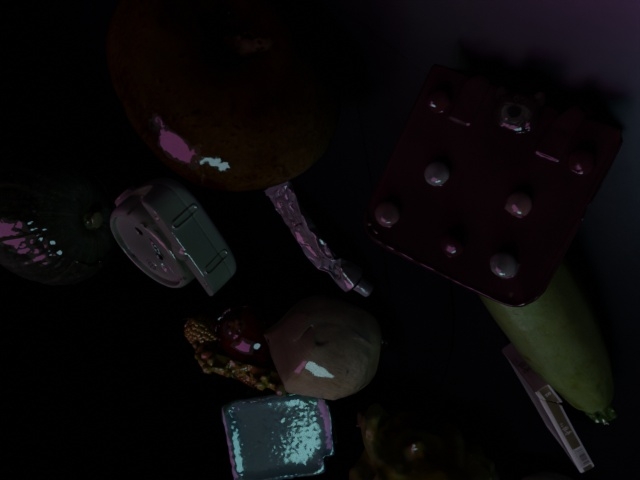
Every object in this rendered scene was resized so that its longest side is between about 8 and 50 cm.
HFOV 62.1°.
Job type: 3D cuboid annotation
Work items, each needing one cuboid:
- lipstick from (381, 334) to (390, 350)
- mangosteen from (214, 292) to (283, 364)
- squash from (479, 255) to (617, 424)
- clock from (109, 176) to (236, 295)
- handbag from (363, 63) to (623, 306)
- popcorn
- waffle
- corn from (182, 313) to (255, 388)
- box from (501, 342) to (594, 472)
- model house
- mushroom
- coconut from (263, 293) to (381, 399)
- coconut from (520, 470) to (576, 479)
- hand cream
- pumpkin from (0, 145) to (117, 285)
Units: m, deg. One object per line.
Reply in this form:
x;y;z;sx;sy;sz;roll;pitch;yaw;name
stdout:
0.106;0.235;1.103;0.027;0.027;0.176;36;145;7;lipstick
-0.151;0.206;1.214;0.166;0.166;0.180;16;163;32;mangosteen
0.295;0.103;0.683;0.118;0.118;0.370;-8;129;49;squash
-0.354;-0.003;1.199;0.324;0.108;0.265;0;130;45;clock
0.170;-0.058;0.553;0.203;0.074;0.216;28;100;20;handbag
0.200;0.504;1.108;0.335;0.279;0.274;5;153;25;popcorn
-0.162;0.302;1.290;0.301;0.058;0.281;13;179;33;waffle
-0.252;0.306;1.474;0.310;0.101;0.101;38;147;-5;corn
0.353;0.257;0.823;0.198;0.029;0.109;55;-174;-23;box
-0.098;0.472;1.407;0.281;0.249;0.230;-8;94;3;model house
-0.112;-0.172;0.645;0.267;0.267;0.254;30;145;15;mushroom
0.000;0.199;1.009;0.224;0.224;0.224;26;144;21;coconut
0.429;0.536;0.989;0.171;0.183;0.171;24;142;21;coconut
-0.002;0.002;0.920;0.257;0.050;0.084;49;149;-8;hand cream
-0.637;-0.052;1.267;0.257;0.291;0.327;-2;142;19;pumpkin
